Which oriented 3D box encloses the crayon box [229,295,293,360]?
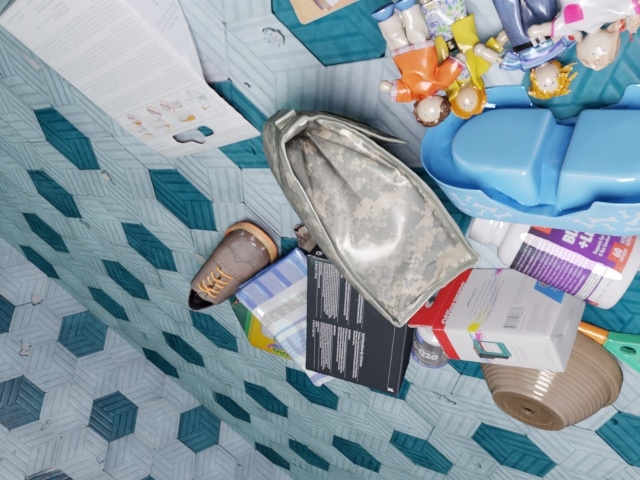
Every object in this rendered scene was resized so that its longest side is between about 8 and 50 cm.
[{"bbox_3d":[-0.063,0.207,1.302,0.278,0.081,0.165,12,137,31],"label":"crayon box"}]

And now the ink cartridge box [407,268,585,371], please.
[{"bbox_3d":[0.268,0.115,0.855,0.231,0.134,0.078,-3,130,44],"label":"ink cartridge box"}]

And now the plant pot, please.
[{"bbox_3d":[0.360,0.236,0.916,0.237,0.110,0.237,26,151,16],"label":"plant pot"}]

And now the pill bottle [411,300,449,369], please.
[{"bbox_3d":[0.214,0.176,1.024,0.078,0.078,0.137,23,143,19],"label":"pill bottle"}]

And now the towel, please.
[{"bbox_3d":[-0.026,0.167,1.138,0.209,0.034,0.285,-33,101,34],"label":"towel"}]

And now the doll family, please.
[{"bbox_3d":[0.191,-0.214,0.580,0.263,0.118,0.163,-15,116,28],"label":"doll family"}]

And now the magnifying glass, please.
[{"bbox_3d":[0.457,0.160,0.837,0.231,0.026,0.092,23,144,21],"label":"magnifying glass"}]

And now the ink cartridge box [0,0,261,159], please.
[{"bbox_3d":[-0.311,-0.307,0.949,0.308,0.091,0.385,-4,146,43],"label":"ink cartridge box"}]

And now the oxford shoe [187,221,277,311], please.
[{"bbox_3d":[-0.205,0.077,1.229,0.130,0.133,0.363,40,146,-4],"label":"oxford shoe"}]

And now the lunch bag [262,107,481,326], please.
[{"bbox_3d":[0.042,-0.068,0.738,0.287,0.169,0.235,49,-178,-19],"label":"lunch bag"}]

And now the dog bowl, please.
[{"bbox_3d":[0.261,-0.088,0.606,0.297,0.166,0.074,9,148,34],"label":"dog bowl"}]

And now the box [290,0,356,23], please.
[{"bbox_3d":[0.030,-0.329,0.579,0.170,0.091,0.130,-4,129,44],"label":"box"}]

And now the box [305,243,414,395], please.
[{"bbox_3d":[0.076,0.132,0.992,0.184,0.103,0.261,14,123,19],"label":"box"}]

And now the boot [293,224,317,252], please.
[{"bbox_3d":[0.000,0.000,1.040,0.118,0.042,0.087,-15,119,49],"label":"boot"}]

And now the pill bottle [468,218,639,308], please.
[{"bbox_3d":[0.298,0.000,0.715,0.193,0.108,0.108,25,144,16],"label":"pill bottle"}]
